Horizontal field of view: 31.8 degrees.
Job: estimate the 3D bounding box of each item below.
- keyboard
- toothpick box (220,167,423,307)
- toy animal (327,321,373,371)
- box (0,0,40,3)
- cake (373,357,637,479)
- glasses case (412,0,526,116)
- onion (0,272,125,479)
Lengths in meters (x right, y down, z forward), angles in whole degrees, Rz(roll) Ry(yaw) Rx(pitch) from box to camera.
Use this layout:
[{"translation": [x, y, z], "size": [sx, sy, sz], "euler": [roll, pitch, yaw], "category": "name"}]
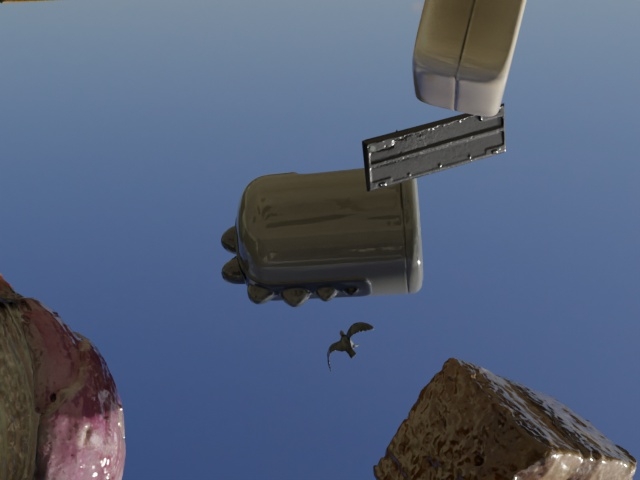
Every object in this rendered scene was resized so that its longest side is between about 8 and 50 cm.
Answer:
[{"translation": [0.136, -0.110, 1.304], "size": [0.198, 0.064, 0.010], "euler": [-17, -155, -25], "category": "keyboard"}, {"translation": [0.000, 0.000, 1.764], "size": [0.316, 0.229, 0.229], "euler": [-5, -164, 3], "category": "toothpick box"}, {"translation": [0.037, 0.137, 1.510], "size": [0.084, 0.028, 0.050], "euler": [-45, -169, 8], "category": "toy animal"}, {"translation": [-0.189, -0.305, 1.037], "size": [0.239, 0.153, 0.074], "euler": [-12, -147, -34], "category": "box"}, {"translation": [0.243, 0.291, 1.358], "size": [0.293, 0.196, 0.198], "euler": [23, -169, -37], "category": "cake"}, {"translation": [0.149, -0.278, 0.914], "size": [0.076, 0.336, 0.144], "euler": [14, 174, 7], "category": "glasses case"}, {"translation": [-0.320, 0.179, 1.291], "size": [0.159, 0.349, 0.267], "euler": [12, 151, -42], "category": "onion"}]
